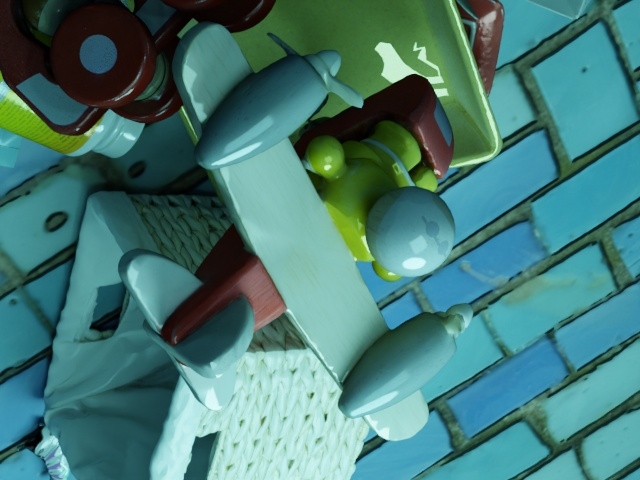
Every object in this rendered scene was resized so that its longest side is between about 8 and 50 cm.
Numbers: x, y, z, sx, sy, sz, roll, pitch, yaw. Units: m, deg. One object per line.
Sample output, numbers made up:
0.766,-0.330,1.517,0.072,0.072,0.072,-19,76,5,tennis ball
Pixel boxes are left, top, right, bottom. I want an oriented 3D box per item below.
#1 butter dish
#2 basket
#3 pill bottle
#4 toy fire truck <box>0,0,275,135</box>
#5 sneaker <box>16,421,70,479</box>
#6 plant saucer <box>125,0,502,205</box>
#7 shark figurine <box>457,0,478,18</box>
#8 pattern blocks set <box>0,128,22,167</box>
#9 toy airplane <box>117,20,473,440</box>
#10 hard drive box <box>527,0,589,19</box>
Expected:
0.132,-0.252,1.909,0.160,0.118,0.160,16,138,9,butter dish
-0.130,0.154,1.949,0.266,0.331,0.328,-2,125,-30,basket
-0.289,-0.162,1.775,0.215,0.117,0.117,24,111,-35,pill bottle
-0.203,-0.265,1.649,0.302,0.254,0.169,-46,170,8,toy fire truck
-0.345,0.265,2.115,0.069,0.038,0.098,4,112,-25,sneaker
-0.001,-0.206,1.832,0.333,0.081,0.333,-11,128,16,plant saucer
0.142,-0.341,1.689,0.166,0.116,0.278,-1,144,-24,shark figurine
-0.485,-0.073,1.783,0.325,0.026,0.285,20,102,-32,pattern blocks set
0.000,0.000,1.654,0.386,0.272,0.384,9,85,-48,toy airplane
0.285,-0.360,1.817,0.089,0.232,0.181,24,118,9,hard drive box
